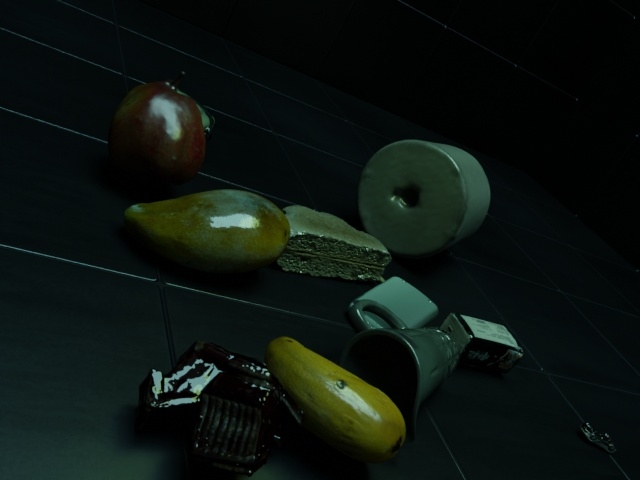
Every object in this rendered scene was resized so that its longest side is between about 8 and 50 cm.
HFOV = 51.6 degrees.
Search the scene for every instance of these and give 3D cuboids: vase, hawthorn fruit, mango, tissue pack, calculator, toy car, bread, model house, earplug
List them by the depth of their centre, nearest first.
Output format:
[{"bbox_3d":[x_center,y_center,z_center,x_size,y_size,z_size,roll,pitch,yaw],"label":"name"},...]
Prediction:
[{"bbox_3d":[-0.142,0.230,0.869,0.203,0.141,0.164,15,40,16],"label":"model house"},{"bbox_3d":[0.009,0.240,0.994,0.262,0.109,0.157,29,-2,26],"label":"mango"},{"bbox_3d":[0.153,0.213,1.196,0.300,0.156,0.251,1,56,-60],"label":"vase"},{"bbox_3d":[-0.207,-0.023,1.248,0.316,0.146,0.193,7,27,-25],"label":"mango"},{"bbox_3d":[-0.330,-0.235,1.381,0.208,0.248,0.208,16,-10,3],"label":"hawthorn fruit"},{"bbox_3d":[0.161,0.150,1.421,0.141,0.045,0.246,37,32,19],"label":"calculator"},{"bbox_3d":[0.603,0.430,1.442,0.093,0.025,0.041,30,21,-9],"label":"toy car"},{"bbox_3d":[0.355,0.230,1.472,0.170,0.090,0.103,16,26,-27],"label":"tissue pack"},{"bbox_3d":[0.003,-0.003,1.509,0.337,0.102,0.183,12,29,-39],"label":"bread"},{"bbox_3d":[0.315,-0.121,1.883,0.312,0.313,0.394,39,21,19],"label":"earplug"}]

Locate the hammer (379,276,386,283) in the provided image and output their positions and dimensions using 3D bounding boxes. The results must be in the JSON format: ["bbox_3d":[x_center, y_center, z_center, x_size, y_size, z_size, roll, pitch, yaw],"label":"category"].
[{"bbox_3d":[0.186,0.125,1.568,0.195,0.028,0.060,43,21,31],"label":"hammer"}]

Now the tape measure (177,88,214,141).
[{"bbox_3d":[-0.361,-0.320,1.706,0.207,0.115,0.235,29,23,3],"label":"tape measure"}]
